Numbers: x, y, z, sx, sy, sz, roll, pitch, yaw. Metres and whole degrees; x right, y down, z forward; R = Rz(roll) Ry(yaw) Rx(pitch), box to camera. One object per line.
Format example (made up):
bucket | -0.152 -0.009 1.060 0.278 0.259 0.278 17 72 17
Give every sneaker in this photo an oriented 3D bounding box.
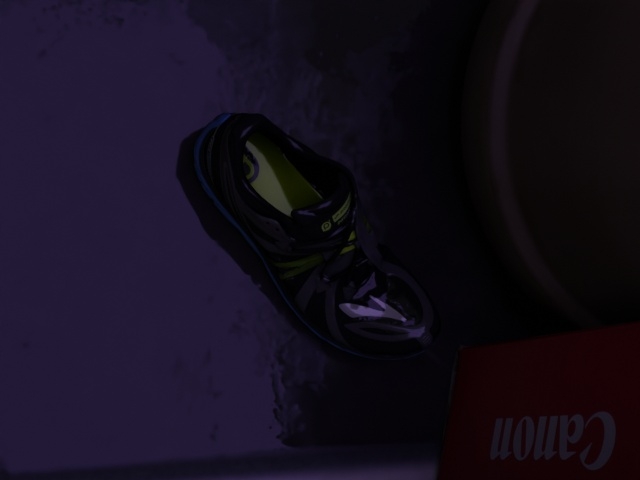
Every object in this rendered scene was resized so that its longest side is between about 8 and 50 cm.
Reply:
sneaker | 0.000 0.000 1.017 0.067 0.078 0.188 -45 99 -19

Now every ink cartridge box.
ink cartridge box | 0.184 0.122 0.943 0.272 0.309 0.130 15 78 -18

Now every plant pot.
plant pot | 0.267 -0.063 0.956 0.323 0.280 0.323 -1 97 -10
